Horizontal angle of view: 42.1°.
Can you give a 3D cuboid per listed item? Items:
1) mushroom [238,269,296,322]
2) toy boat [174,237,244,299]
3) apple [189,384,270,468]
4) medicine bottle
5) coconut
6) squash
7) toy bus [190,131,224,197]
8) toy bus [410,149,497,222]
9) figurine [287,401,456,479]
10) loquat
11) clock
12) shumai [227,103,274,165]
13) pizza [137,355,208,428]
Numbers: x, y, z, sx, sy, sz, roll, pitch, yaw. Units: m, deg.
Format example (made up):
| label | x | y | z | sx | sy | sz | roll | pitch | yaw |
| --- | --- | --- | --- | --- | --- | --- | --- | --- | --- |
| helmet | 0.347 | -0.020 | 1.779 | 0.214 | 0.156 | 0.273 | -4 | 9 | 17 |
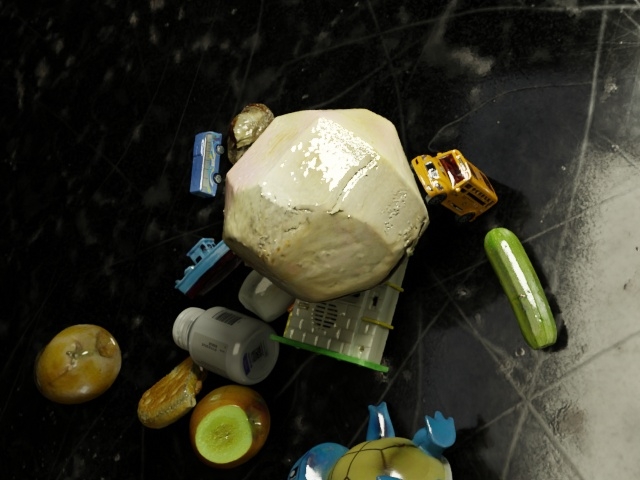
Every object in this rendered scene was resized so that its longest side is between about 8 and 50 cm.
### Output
| label | x | y | z | sx | sy | sz | roll | pitch | yaw |
| --- | --- | --- | --- | --- | --- | --- | --- | --- | --- |
| mushroom | -0.061 | 0.042 | 1.709 | 0.118 | 0.103 | 0.270 | 32 | 88 | 30 |
| toy boat | -0.232 | 0.036 | 1.824 | 0.223 | 0.100 | 0.097 | -43 | 72 | 18 |
| apple | -0.179 | 0.368 | 1.666 | 0.147 | 0.163 | 0.146 | -20 | 100 | 20 |
| medicine bottle | -0.204 | 0.210 | 1.738 | 0.215 | 0.135 | 0.135 | 15 | 88 | 37 |
| coconut | 0.014 | -0.069 | 1.445 | 0.353 | 0.353 | 0.352 | -9 | 74 | 33 |
| squash | 0.343 | 0.079 | 1.431 | 0.066 | 0.066 | 0.229 | -30 | 64 | 26 |
| toy bus | -0.263 | -0.176 | 1.920 | 0.051 | 0.061 | 0.153 | -4 | 78 | 40 |
| toy bus | 0.237 | -0.101 | 1.467 | 0.088 | 0.194 | 0.083 | -33 | 62 | 21 |
| figurine | 0.117 | 0.414 | 1.434 | 0.416 | 0.243 | 0.298 | 8 | 40 | 33 |
| loquat | -0.574 | 0.294 | 1.956 | 0.227 | 0.179 | 0.179 | -31 | 63 | 27 |
| clock | 0.050 | 0.104 | 1.613 | 0.220 | 0.106 | 0.255 | 12 | 81 | 35 |
| shumai | -0.169 | -0.248 | 1.859 | 0.123 | 0.105 | 0.139 | 21 | 66 | 40 |
| pizza | -0.307 | 0.325 | 1.794 | 0.197 | 0.058 | 0.292 | -53 | 17 | -30 |
